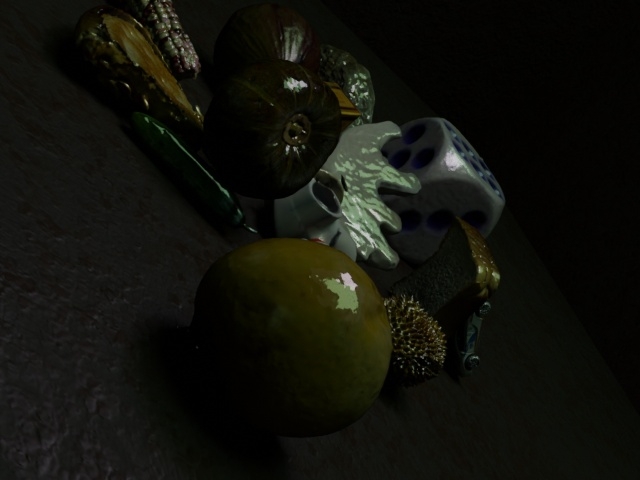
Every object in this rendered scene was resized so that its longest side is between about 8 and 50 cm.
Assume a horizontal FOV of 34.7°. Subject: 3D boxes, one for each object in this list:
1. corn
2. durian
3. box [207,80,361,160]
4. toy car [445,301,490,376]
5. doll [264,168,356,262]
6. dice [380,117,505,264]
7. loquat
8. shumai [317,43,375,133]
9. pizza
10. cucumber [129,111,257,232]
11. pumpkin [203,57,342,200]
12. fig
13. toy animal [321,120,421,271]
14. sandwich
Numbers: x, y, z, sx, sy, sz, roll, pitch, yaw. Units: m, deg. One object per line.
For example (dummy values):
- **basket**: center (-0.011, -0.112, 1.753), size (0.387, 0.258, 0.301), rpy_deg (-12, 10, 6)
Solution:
- **corn**: center (-0.296, -0.391, 1.794), size (0.281, 0.092, 0.092), rpy_deg (61, 19, 17)
- **durian**: center (0.130, 0.162, 1.643), size (0.158, 0.137, 0.168), rpy_deg (-3, 44, -45)
- **box**: center (-0.059, -0.192, 1.786), size (0.084, 0.193, 0.301), rpy_deg (51, 16, 6)
- **toy car**: center (0.274, 0.168, 1.965), size (0.056, 0.205, 0.095), rpy_deg (0, 24, -18)
- **doll**: center (-0.011, -0.014, 1.622), size (0.208, 0.144, 0.271), rpy_deg (60, 12, -1)
- **dice**: center (0.243, -0.110, 2.286), size (0.259, 0.251, 0.243), rpy_deg (41, 23, -34)
- **loquat**: center (-0.041, 0.110, 1.159), size (0.244, 0.244, 0.244), rpy_deg (45, 17, -18)
- **shumai**: center (0.033, -0.267, 2.140), size (0.222, 0.225, 0.260), rpy_deg (29, 11, -49)
- **pizza**: center (-0.272, -0.256, 1.573), size (0.288, 0.074, 0.251), rpy_deg (49, 13, -33)
- **cucumber**: center (-0.185, -0.096, 1.497), size (0.250, 0.056, 0.056), rpy_deg (47, 17, -9)
- **pumpkin**: center (-0.082, -0.170, 1.536), size (0.162, 0.219, 0.219), rpy_deg (29, -3, 45)
- **fig**: center (-0.097, -0.311, 1.928), size (0.217, 0.217, 0.321), rpy_deg (42, 19, -26)
- **toy animal**: center (0.058, -0.055, 1.938), size (0.266, 0.188, 0.308), rpy_deg (-4, 65, -45)
- **sandwich**: center (0.230, 0.086, 1.912), size (0.065, 0.215, 0.186), rpy_deg (30, 28, -27)
